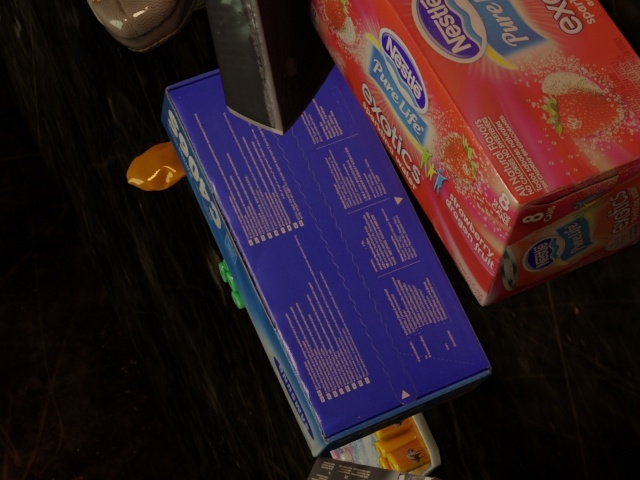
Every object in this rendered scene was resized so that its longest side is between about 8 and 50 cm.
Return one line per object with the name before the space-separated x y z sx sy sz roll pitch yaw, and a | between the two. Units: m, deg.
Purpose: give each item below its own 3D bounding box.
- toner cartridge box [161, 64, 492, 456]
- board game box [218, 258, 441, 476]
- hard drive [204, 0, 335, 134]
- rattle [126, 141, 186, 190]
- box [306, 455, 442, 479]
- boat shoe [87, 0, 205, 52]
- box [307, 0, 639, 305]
toner cartridge box | 0.000 0.000 1.290 0.075 0.165 0.348 115 133 -69
board game box | -0.008 0.126 1.672 0.390 0.050 0.390 64 163 15
hard drive | -0.022 -0.204 1.044 0.254 0.054 0.172 -63 -31 -52
rattle | -0.148 -0.126 1.664 0.200 0.143 0.130 179 89 -79
box | 0.123 0.264 1.145 0.242 0.076 0.307 30 168 -11
boat shoe | -0.145 -0.279 1.416 0.130 0.132 0.355 56 -161 -34
box | 0.101 -0.108 0.905 0.257 0.123 0.128 61 162 24
